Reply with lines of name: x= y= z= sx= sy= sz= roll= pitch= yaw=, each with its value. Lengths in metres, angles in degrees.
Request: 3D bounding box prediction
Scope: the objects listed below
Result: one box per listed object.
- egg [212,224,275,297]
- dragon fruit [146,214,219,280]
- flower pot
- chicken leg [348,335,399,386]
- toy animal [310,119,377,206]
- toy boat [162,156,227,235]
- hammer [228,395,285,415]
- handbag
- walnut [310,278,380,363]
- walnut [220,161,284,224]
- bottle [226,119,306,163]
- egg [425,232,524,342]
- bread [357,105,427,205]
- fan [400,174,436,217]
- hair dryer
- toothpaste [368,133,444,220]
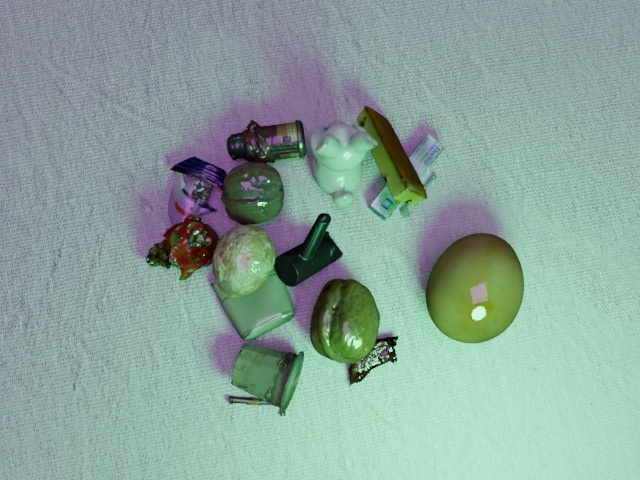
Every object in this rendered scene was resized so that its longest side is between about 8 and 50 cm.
egg: x=-0.249 y=0.068 z=1.695 sx=0.203 sy=0.203 sz=0.245 roll=18 pitch=76 yaw=0
dragon fruit: x=-0.467 y=0.030 z=1.744 sx=0.269 sy=0.200 sz=0.198 roll=-16 pitch=81 yaw=-2
flower pot: x=-0.179 y=0.440 z=1.720 sx=0.202 sy=0.212 sz=0.212 roll=15 pitch=84 yaw=7
chicken leg: x=0.179 y=0.406 z=1.799 sx=0.234 sy=0.063 sz=0.105 roll=-29 pitch=81 yaw=-3
toy animal: x=0.071 y=-0.269 z=1.720 sx=0.196 sy=0.367 sz=0.241 roll=-9 pitch=73 yaw=-6
toy boat: x=-0.468 y=-0.158 z=1.842 sx=0.318 sy=0.072 sz=0.219 roll=-42 pitch=90 yaw=4
hammer: x=-0.214 y=0.550 z=1.790 sx=0.201 sy=0.021 sz=0.078 roll=7 pitch=84 yaw=-2
handbag: x=-0.237 y=0.171 z=1.813 sx=0.241 sy=0.109 sz=0.315 roll=-27 pitch=73 yaw=-5
walnut: x=0.086 y=0.267 z=1.729 sx=0.283 sy=0.227 sz=0.283 roll=10 pitch=76 yaw=-43
walnut: x=-0.231 y=-0.161 z=1.774 sx=0.224 sy=0.224 sz=0.224 roll=0 pitch=84 yaw=-2
bottle: x=-0.190 y=-0.345 z=1.822 sx=0.271 sy=0.143 sz=0.156 roll=-7 pitch=84 yaw=-1
egg: x=0.509 y=0.154 z=1.715 sx=0.301 sy=0.301 sz=0.374 roll=28 pitch=82 yaw=1
bread: x=0.238 y=-0.288 z=1.783 sx=0.077 sy=0.138 sz=0.361 roll=-37 pitch=61 yaw=30
fan: x=0.357 y=-0.162 z=1.885 sx=0.038 sy=0.016 sz=0.193 roll=40 pitch=85 yaw=-1
hair dryer: x=0.000 y=0.000 z=1.707 sx=0.116 sy=0.302 sz=0.244 roll=47 pitch=49 yaw=14
toothpaste: x=0.307 y=-0.224 z=1.864 sx=0.081 sy=0.067 sz=0.336 roll=39 pitch=84 yaw=3
